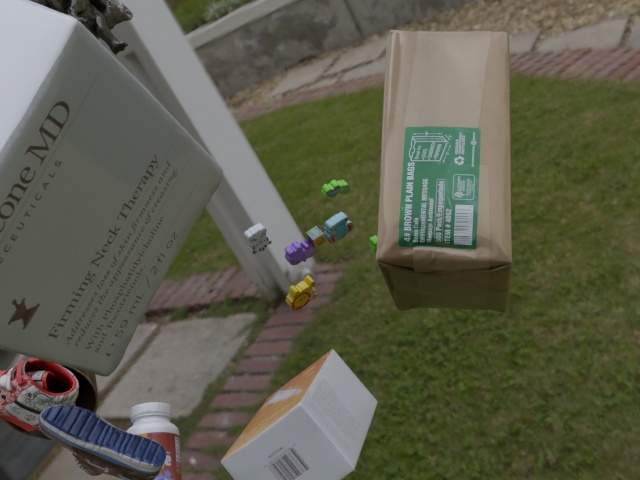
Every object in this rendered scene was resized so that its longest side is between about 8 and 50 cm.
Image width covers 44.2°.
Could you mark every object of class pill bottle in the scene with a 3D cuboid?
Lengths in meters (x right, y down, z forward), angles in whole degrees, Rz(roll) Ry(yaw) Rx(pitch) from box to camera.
[{"bbox_3d":[-0.368,0.472,1.723,0.121,0.121,0.216,-20,61,21],"label":"pill bottle"}]

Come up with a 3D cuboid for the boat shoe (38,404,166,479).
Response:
[{"bbox_3d":[-0.310,0.293,1.095,0.066,0.183,0.066,-66,1,-66],"label":"boat shoe"}]

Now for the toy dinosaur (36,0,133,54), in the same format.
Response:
[{"bbox_3d":[-0.415,-0.379,1.294,0.121,0.160,0.313,-36,-13,10],"label":"toy dinosaur"}]

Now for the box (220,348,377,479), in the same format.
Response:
[{"bbox_3d":[-0.031,0.399,1.655,0.215,0.168,0.345,-39,0,14],"label":"box"}]

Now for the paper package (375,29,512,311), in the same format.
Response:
[{"bbox_3d":[0.178,-0.083,1.096,0.168,0.309,0.324,1,73,12],"label":"paper package"}]

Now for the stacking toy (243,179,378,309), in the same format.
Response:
[{"bbox_3d":[0.000,0.000,1.319,0.221,0.052,0.167,-32,52,-14],"label":"stacking toy"}]

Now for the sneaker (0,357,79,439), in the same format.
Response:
[{"bbox_3d":[-0.561,0.251,1.386,0.090,0.270,0.145,-84,20,-54],"label":"sneaker"}]

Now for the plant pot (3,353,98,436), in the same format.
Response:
[{"bbox_3d":[-0.616,0.297,1.818,0.215,0.215,0.230,-27,30,5],"label":"plant pot"}]

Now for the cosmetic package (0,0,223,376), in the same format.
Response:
[{"bbox_3d":[-0.385,-0.072,0.940,0.327,0.393,0.329,24,81,20],"label":"cosmetic package"}]
